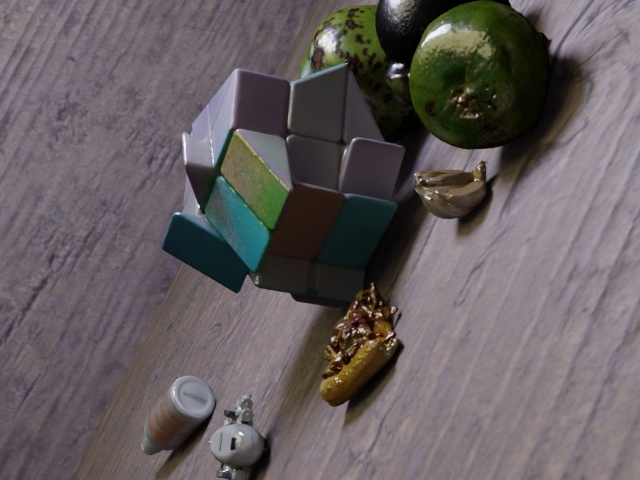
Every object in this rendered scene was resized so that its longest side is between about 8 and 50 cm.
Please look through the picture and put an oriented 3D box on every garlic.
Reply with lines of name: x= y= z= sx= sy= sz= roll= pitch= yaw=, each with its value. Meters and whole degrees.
garlic: x=0.179 y=-0.065 z=1.690 sx=0.113 sy=0.094 sz=0.074 roll=-171 pitch=69 yaw=-70

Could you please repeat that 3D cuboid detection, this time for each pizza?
pizza: x=0.056 y=0.132 z=1.754 sx=0.154 sy=0.069 sz=0.194 roll=-52 pitch=18 yaw=39

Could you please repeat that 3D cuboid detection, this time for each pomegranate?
pomegranate: x=0.080 y=-0.278 z=2.135 sx=0.254 sy=0.254 sz=0.270 roll=-52 pitch=13 yaw=35

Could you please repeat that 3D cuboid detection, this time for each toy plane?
toy plane: x=-0.135 y=0.340 z=2.032 sx=0.174 sy=0.080 sz=0.174 roll=-169 pitch=90 yaw=-72

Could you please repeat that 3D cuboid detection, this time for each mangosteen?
mangosteen: x=0.187 y=-0.315 z=1.882 sx=0.243 sy=0.243 sz=0.243 roll=-56 pitch=14 yaw=22

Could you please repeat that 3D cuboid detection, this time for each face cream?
face cream: x=-0.315 y=0.384 z=2.566 sx=0.252 sy=0.101 sz=0.101 roll=-50 pitch=18 yaw=43

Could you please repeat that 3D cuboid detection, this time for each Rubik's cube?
Rubik's cube: x=-0.055 y=-0.089 z=1.976 sx=0.387 sy=0.358 sz=0.368 roll=146 pitch=131 yaw=-67

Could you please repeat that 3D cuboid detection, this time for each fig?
fig: x=0.245 y=-0.227 z=1.681 sx=0.235 sy=0.203 sz=0.203 roll=-15 pitch=-30 yaw=-50
